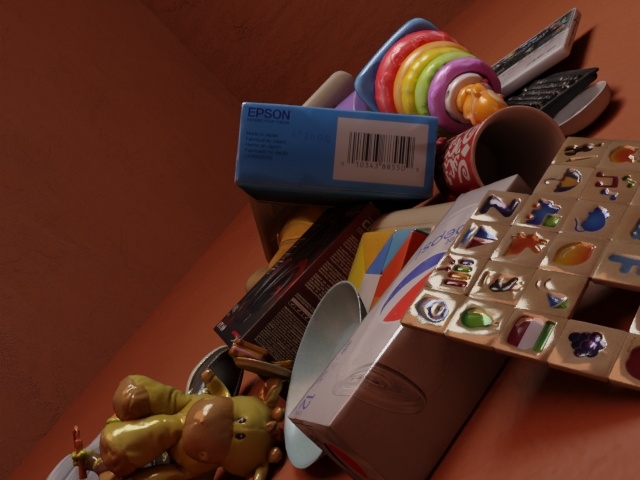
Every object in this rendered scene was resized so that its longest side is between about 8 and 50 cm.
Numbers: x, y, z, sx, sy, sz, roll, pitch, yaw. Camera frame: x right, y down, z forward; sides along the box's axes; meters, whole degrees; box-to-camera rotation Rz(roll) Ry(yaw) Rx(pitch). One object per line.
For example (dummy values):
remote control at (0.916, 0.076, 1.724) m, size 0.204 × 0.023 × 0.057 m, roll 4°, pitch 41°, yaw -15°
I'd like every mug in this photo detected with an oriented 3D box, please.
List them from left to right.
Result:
mug at (0.188, -0.083, 0.862) m, size 0.150 × 0.113 × 0.169 m, roll -29°, pitch 6°, yaw -8°

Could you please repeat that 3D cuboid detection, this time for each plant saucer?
plant saucer at (0.015, 0.139, 0.740) m, size 0.195 × 0.038 × 0.194 m, roll -162°, pitch 90°, yaw -75°

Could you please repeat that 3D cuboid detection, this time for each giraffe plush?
giraffe plush at (-0.125, 0.231, 0.835) m, size 0.210 × 0.181 × 0.171 m, roll -7°, pitch -7°, yaw -44°

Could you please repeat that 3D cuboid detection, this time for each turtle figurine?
turtle figurine at (-0.283, 0.324, 0.981) m, size 0.269 × 0.087 × 0.217 m, roll -33°, pitch 44°, yaw 42°

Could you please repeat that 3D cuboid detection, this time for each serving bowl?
serving bowl at (0.317, -0.154, 0.870) m, size 0.083 × 0.027 × 0.083 m, roll -44°, pitch 5°, yaw 5°

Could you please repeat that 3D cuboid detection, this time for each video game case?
video game case at (0.331, -0.288, 1.178) m, size 0.190 × 0.022 × 0.173 m, roll -33°, pitch 16°, yaw 40°

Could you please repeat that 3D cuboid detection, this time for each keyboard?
keyboard at (0.273, -0.177, 1.044) m, size 0.201 × 0.033 × 0.317 m, roll -43°, pitch 5°, yaw 9°

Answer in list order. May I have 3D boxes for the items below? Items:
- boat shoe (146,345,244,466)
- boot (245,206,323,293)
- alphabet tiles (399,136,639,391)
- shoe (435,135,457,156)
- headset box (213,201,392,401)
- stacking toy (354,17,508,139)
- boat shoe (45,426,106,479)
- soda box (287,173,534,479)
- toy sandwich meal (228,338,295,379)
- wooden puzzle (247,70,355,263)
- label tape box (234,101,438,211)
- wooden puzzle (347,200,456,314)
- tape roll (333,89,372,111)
boat shoe at (-0.166, 0.247, 1.049) m, size 0.069 × 0.081 × 0.227 m, roll -30°, pitch 26°, yaw 52°
boot at (-0.001, 0.000, 1.344) m, size 0.211 × 0.104 × 0.295 m, roll -23°, pitch 21°, yaw 40°
alphabet tiles at (0.200, -0.001, 0.547) m, size 0.198 × 0.009 × 0.237 m, roll 11°, pitch 50°, yaw 40°
shoe at (0.194, -0.160, 1.256) m, size 0.081 × 0.063 × 0.178 m, roll -50°, pitch 11°, yaw -13°
headset box at (-0.003, 0.066, 1.019) m, size 0.293 × 0.110 × 0.218 m, roll -46°, pitch 11°, yaw -9°
stacking toy at (0.186, -0.206, 1.018) m, size 0.166 × 0.175 × 0.302 m, roll -46°, pitch 22°, yaw 4°
boat shoe at (-0.377, 0.407, 1.188) m, size 0.119 × 0.121 × 0.335 m, roll -51°, pitch -1°, yaw 7°
soda box at (0.104, 0.077, 0.633) m, size 0.286 × 0.098 × 0.091 m, roll -49°, pitch 12°, yaw -22°
toy sandwich meal at (-0.067, 0.141, 0.852) m, size 0.085 × 0.086 × 0.029 m, roll -23°, pitch 49°, yaw 63°
wooden puzzle at (-0.039, -0.142, 1.498) m, size 0.322 × 0.081 × 0.347 m, roll -49°, pitch -25°, yaw -20°
label tape box at (0.023, -0.108, 1.057) m, size 0.348 × 0.249 × 0.115 m, roll -23°, pitch -63°, yaw -89°
wooden puzzle at (0.063, 0.063, 0.806) m, size 0.238 × 0.044 × 0.221 m, roll -67°, pitch 14°, yaw -8°
tape roll at (0.111, -0.200, 1.370) m, size 0.080 × 0.189 × 0.189 m, roll -33°, pitch 16°, yaw 43°
